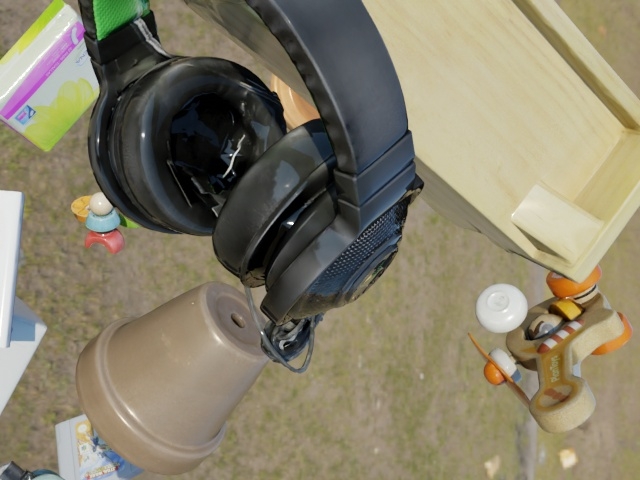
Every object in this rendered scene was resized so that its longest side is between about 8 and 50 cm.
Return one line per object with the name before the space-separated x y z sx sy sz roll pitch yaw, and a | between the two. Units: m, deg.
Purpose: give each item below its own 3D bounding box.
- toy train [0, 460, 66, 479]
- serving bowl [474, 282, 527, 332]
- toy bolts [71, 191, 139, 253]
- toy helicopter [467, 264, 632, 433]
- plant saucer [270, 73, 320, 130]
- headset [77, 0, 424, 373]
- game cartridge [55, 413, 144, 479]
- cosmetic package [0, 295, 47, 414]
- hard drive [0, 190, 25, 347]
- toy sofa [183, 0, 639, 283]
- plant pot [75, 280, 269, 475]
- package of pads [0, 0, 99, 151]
toy train | -0.383 0.482 1.170 0.334 0.142 0.190 45 65 -11
serving bowl | 0.283 0.102 1.254 0.027 0.083 0.083 56 39 -53
toy bolts | -0.567 -0.098 2.081 0.228 0.218 0.158 -77 175 -53
toy helicopter | 0.330 0.172 1.164 0.140 0.235 0.355 59 22 -10
plant saucer | -0.001 -0.287 1.522 0.200 0.037 0.200 2 86 -31
headset | -0.029 -0.053 0.552 0.185 0.243 0.394 -39 145 -29
game cartridge | -0.556 0.535 2.058 0.062 0.297 0.198 38 34 -57
cosmetic package | -0.909 0.274 1.845 0.329 0.327 0.394 31 83 -33
hard drive | -0.730 0.053 1.627 0.040 0.210 0.319 125 -32 -83
toy sofa | 0.085 -0.134 0.589 0.362 0.177 0.150 36 89 -29
plant pot | -0.197 0.186 1.214 0.263 0.229 0.263 42 21 -20
package of pads | -0.619 -0.372 1.841 0.296 0.101 0.229 -50 155 -5
